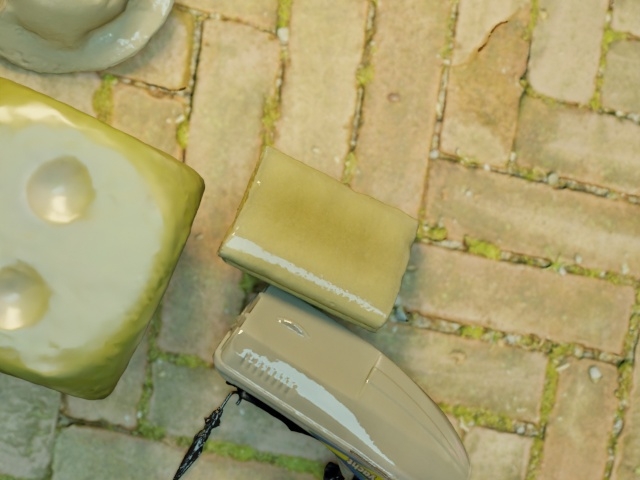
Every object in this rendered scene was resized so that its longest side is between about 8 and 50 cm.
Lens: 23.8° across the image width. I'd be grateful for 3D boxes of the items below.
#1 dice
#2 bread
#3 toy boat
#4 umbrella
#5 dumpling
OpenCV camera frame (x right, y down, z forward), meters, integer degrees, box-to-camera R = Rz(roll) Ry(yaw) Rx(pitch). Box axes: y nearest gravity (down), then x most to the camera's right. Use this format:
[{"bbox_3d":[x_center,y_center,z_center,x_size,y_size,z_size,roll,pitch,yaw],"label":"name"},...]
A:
[{"bbox_3d":[-0.249,0.000,1.369,0.226,0.238,0.233,25,88,-8],"label":"dice"},{"bbox_3d":[0.000,0.001,1.484,0.178,0.060,0.139,27,57,-7],"label":"bread"},{"bbox_3d":[0.016,0.166,1.472,0.269,0.141,0.141,45,84,-7],"label":"toy boat"},{"bbox_3d":[-0.120,0.198,1.508,0.022,0.013,0.122,41,83,-29],"label":"umbrella"},{"bbox_3d":[-0.214,-0.259,1.431,0.166,0.126,0.216,22,85,-25],"label":"dumpling"}]
